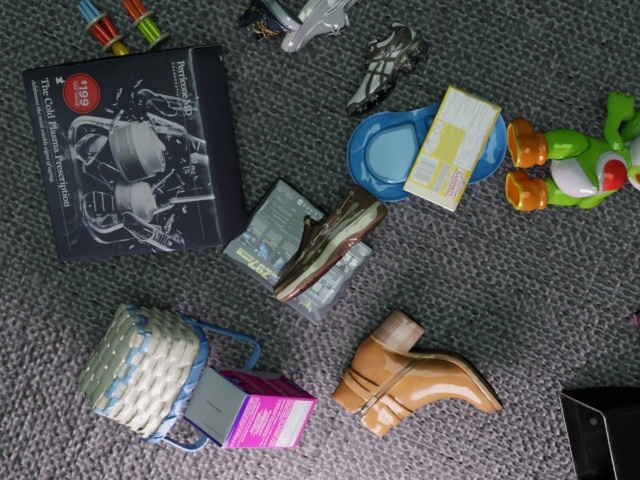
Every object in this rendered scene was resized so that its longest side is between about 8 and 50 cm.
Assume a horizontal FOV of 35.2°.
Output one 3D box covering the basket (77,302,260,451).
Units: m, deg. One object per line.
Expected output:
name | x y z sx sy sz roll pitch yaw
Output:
basket | -0.279 0.250 1.882 0.289 0.201 0.255 29 95 -29

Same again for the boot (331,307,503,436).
boot | 0.181 0.292 1.914 0.283 0.109 0.220 37 94 -2

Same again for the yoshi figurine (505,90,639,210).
yoshi figurine | 0.519 -0.161 1.837 0.362 0.203 0.203 -5 77 0

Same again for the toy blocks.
toy blocks | -0.368 -0.403 1.865 0.123 0.054 0.148 -38 95 5

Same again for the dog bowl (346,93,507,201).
dog bowl | 0.195 -0.173 1.879 0.297 0.074 0.166 -13 97 1

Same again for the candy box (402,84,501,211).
candy box | 0.237 -0.167 1.828 0.105 0.027 0.206 24 97 -5

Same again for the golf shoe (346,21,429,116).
golf shoe | 0.107 -0.317 1.870 0.198 0.077 0.094 -45 80 1

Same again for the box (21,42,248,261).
box | -0.320 -0.159 1.788 0.312 0.179 0.343 -6 103 12

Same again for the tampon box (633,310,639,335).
tampon box | 0.694 0.175 1.901 0.161 0.101 0.120 -18 96 3

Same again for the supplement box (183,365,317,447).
supplement box | -0.125 0.309 1.856 0.111 0.220 0.114 29 96 35

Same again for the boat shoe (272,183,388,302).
boat shoe | 0.001 0.001 1.840 0.257 0.095 0.095 -42 82 -3

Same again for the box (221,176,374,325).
box | -0.042 0.020 1.909 0.232 0.059 0.183 37 95 -4

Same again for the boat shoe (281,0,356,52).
boat shoe | 0.023 -0.422 1.847 0.081 0.079 0.227 41 92 0

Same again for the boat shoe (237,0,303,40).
boat shoe | -0.092 -0.389 1.811 0.065 0.183 0.083 32 102 -31

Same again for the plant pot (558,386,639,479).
plant pot | 0.578 0.368 1.893 0.166 0.188 0.188 -15 96 -10
